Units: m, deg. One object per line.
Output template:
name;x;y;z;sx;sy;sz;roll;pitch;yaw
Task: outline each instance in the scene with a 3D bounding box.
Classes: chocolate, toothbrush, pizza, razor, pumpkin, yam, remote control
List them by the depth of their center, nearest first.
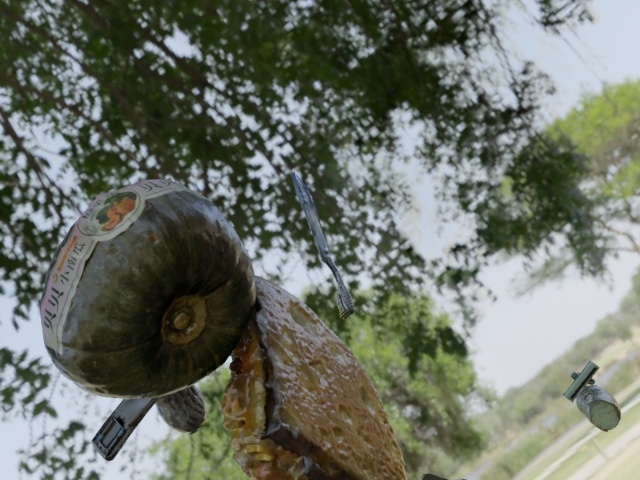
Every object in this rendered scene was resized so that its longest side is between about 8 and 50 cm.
pumpkin;-0.204;0.059;1.019;0.260;0.189;0.260;-18;-61;-36
pizza;-0.013;0.223;1.087;0.114;0.409;0.278;-37;-1;29
yam;0.442;0.264;1.371;0.061;0.061;0.274;-37;-14;7
remote control;-0.318;0.283;1.472;0.212;0.059;0.028;-54;-29;10
razor;0.511;0.270;1.681;0.084;0.036;0.211;-53;-22;6
chocolate;-0.315;0.289;1.776;0.110;0.248;0.110;-22;22;9
toothbrush;0.000;0.000;2.045;0.035;0.413;0.042;6;-37;-41

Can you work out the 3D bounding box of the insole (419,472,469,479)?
insole;0.246;0.471;1.577;0.011;0.081;0.248;-15;-29;36
